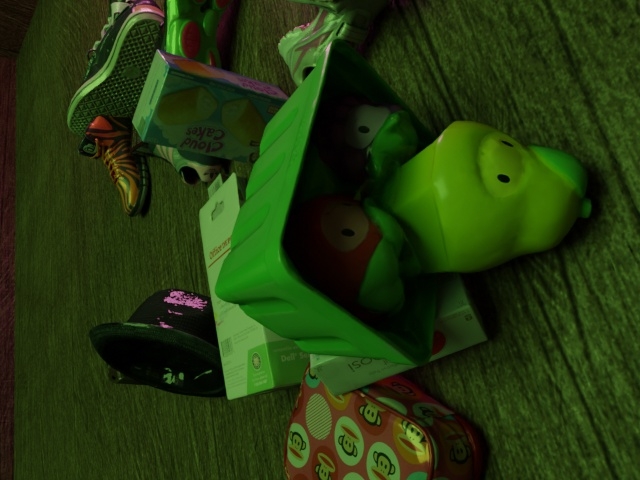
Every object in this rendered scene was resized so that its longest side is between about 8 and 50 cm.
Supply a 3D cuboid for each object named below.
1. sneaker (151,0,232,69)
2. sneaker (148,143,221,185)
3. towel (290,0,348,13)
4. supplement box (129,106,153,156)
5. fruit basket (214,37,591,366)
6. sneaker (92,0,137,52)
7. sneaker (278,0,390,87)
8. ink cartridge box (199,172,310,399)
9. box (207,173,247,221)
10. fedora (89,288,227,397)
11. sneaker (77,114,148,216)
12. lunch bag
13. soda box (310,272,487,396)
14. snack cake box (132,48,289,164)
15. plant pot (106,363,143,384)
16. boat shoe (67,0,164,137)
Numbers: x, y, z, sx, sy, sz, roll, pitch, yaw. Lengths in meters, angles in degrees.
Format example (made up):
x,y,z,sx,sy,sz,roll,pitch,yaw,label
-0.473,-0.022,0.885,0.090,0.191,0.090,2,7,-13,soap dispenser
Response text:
x,y,z,sx,sy,sz,roll,pitch,yaw,label
-0.318,-0.505,1.481,0.202,0.185,0.482,9,90,50,sneaker
-0.330,-0.194,1.504,0.319,0.112,0.130,5,97,58,sneaker
0.035,-0.516,1.025,0.317,0.053,0.332,-50,41,-1,towel
-0.429,-0.315,1.685,0.240,0.073,0.130,-12,74,51,supplement box
0.097,-0.053,0.741,0.392,0.283,0.391,-33,36,28,fruit basket
-0.583,-0.654,1.938,0.146,0.123,0.330,36,113,30,sneaker
0.033,-0.338,1.062,0.252,0.103,0.111,-33,67,48,sneaker
-0.103,0.079,1.088,0.207,0.119,0.353,-33,65,56,ink cartridge box
-0.167,0.014,1.283,0.067,0.063,0.323,-44,51,42,box
-0.288,0.192,1.273,0.334,0.334,0.152,-29,36,47,fedora
-0.598,-0.218,1.804,0.125,0.180,0.320,-39,54,43,sneaker
0.065,0.316,0.871,0.293,0.120,0.258,26,105,52,lunch bag
0.095,0.121,0.811,0.216,0.073,0.069,-24,36,14,soda box
-0.204,-0.245,1.209,0.089,0.265,0.152,52,125,44,snack cake box
-0.393,0.265,1.456,0.167,0.165,0.166,-12,75,52,plant pot
-0.588,-0.491,1.849,0.500,0.187,0.155,-46,45,32,boat shoe
